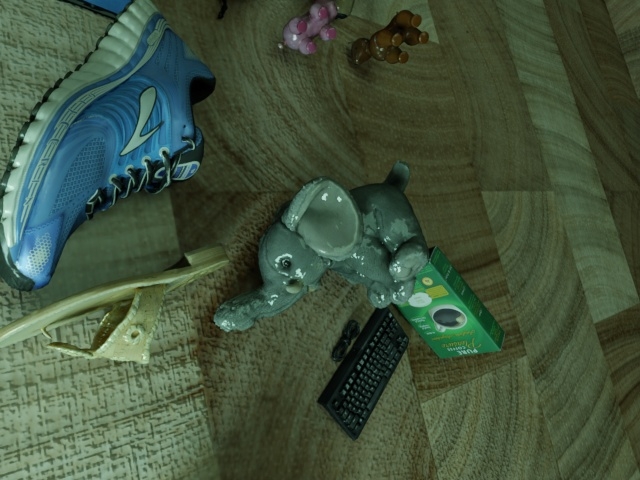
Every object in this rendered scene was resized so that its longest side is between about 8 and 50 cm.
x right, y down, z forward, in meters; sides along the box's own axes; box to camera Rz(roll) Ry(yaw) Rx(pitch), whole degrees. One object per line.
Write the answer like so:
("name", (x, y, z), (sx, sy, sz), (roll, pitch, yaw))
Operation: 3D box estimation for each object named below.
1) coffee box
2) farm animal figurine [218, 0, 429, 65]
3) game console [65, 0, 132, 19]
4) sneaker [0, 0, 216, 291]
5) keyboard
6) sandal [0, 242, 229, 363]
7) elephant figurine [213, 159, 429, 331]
("coffee box", (0.177, 0.099, 0.730), (0.184, 0.113, 0.040), (48, 48, -15))
("farm animal figurine", (0.029, -0.433, 0.742), (0.330, 0.172, 0.327), (14, 108, -36))
("game console", (-0.248, -0.324, 0.551), (0.122, 0.107, 0.071), (9, 41, -38))
("sneaker", (-0.191, -0.093, 0.479), (0.147, 0.129, 0.330), (34, 56, -23))
("keyboard", (0.061, 0.166, 0.668), (0.108, 0.023, 0.180), (52, 49, -13))
("sandal", (-0.171, 0.075, 0.463), (0.240, 0.088, 0.079), (-26, 86, -47))
("elephant figurine", (0.000, 0.000, 0.600), (0.239, 0.170, 0.186), (8, 40, -21))
